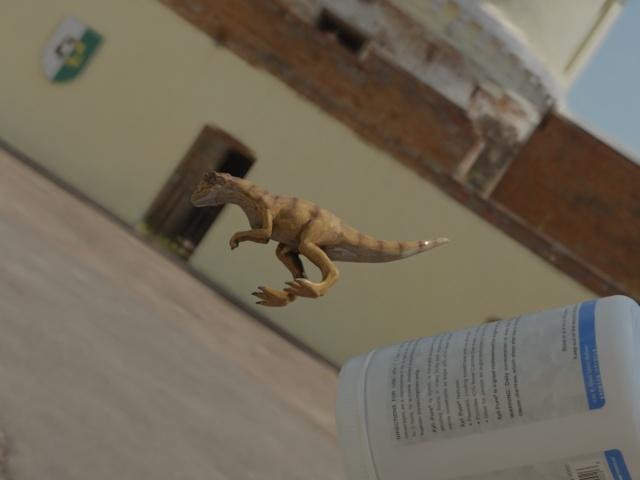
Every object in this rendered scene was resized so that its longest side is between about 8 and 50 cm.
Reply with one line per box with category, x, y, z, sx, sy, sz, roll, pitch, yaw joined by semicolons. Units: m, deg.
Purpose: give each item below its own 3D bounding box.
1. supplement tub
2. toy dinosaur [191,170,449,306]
supplement tub;0.066;0.063;0.517;0.107;0.071;0.071;-13;-20;20
toy dinosaur;0.000;0.000;1.141;0.211;0.112;0.064;20;-28;-6
